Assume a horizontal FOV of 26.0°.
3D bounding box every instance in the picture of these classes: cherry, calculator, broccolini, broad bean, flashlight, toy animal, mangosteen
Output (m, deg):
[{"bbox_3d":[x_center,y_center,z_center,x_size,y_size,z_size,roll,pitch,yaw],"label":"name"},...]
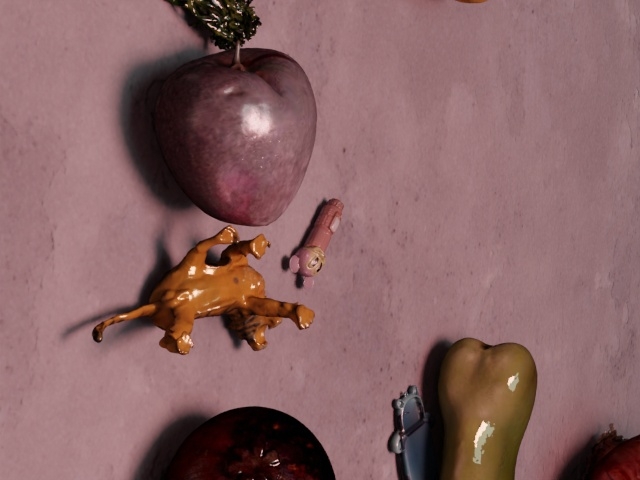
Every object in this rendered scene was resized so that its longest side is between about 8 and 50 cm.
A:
[{"bbox_3d":[-0.078,-0.104,1.330,0.176,0.140,0.176,-24,120,-51],"label":"cherry"},{"bbox_3d":[0.116,0.252,1.716,0.094,0.019,0.141,-27,112,-51],"label":"calculator"},{"bbox_3d":[-0.141,-0.253,1.332,0.201,0.058,0.074,25,56,-36],"label":"broccolini"},{"bbox_3d":[0.201,0.250,1.760,0.189,0.121,0.263,-7,108,-70],"label":"broad bean"},{"bbox_3d":[0.000,0.000,1.532,0.052,0.031,0.110,54,50,-40],"label":"flashlight"},{"bbox_3d":[-0.126,0.057,1.327,0.255,0.116,0.114,-7,79,-47],"label":"toy animal"},{"bbox_3d":[-0.069,0.261,1.353,0.200,0.200,0.199,-4,94,-54],"label":"mangosteen"}]

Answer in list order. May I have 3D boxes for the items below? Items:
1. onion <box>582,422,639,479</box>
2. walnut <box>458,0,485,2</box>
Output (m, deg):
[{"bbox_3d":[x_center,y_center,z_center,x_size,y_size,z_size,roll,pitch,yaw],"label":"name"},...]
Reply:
[{"bbox_3d":[0.486,0.396,2.059,0.348,0.285,0.347,-17,134,-19],"label":"onion"},{"bbox_3d":[0.180,-0.358,1.675,0.180,0.144,0.144,1,91,-55],"label":"walnut"}]
